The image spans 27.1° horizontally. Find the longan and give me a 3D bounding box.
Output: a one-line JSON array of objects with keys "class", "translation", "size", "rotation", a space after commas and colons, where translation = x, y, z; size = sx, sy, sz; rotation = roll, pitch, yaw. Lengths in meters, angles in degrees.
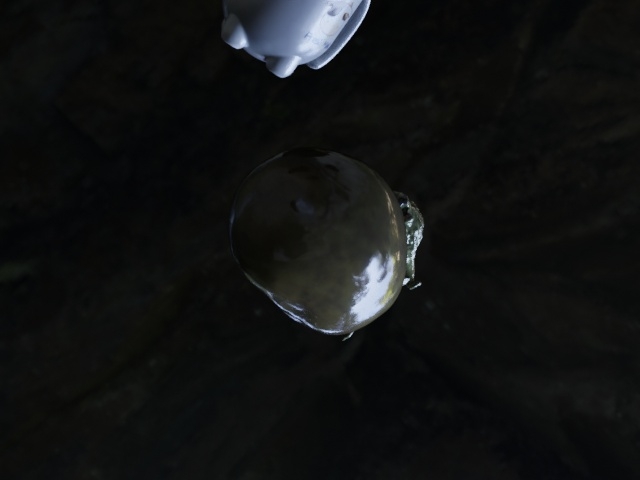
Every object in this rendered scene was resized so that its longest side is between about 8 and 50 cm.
[{"class": "longan", "translation": [0.000, 0.000, 1.246], "size": [0.167, 0.187, 0.167], "rotation": [-19, -156, 9]}]

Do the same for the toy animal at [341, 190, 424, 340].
[{"class": "toy animal", "translation": [0.074, 0.041, 1.549], "size": [0.086, 0.069, 0.219], "rotation": [45, -56, 27]}]

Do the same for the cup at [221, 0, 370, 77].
[{"class": "cup", "translation": [-0.031, -0.258, 1.428], "size": [0.142, 0.134, 0.173], "rotation": [-56, 177, 11]}]
